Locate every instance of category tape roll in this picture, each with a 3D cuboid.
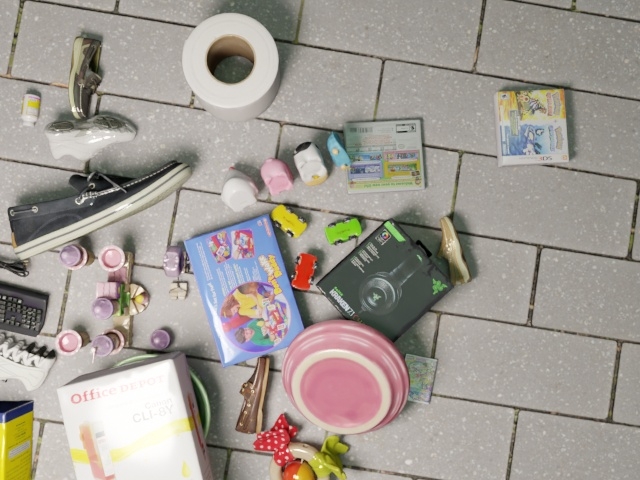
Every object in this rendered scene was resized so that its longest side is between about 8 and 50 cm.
[{"bbox_3d":[-0.228,-0.447,1.877,0.246,0.169,0.246,0,87,-3],"label":"tape roll"}]

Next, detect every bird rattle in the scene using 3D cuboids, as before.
[{"bbox_3d":[-0.058,0.582,1.851,0.253,0.143,0.207,12,103,2],"label":"bird rattle"}]

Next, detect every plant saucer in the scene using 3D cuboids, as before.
[{"bbox_3d":[0.057,0.362,1.810,0.332,0.084,0.332,4,113,10],"label":"plant saucer"}]

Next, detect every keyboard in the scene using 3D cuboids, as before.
[{"bbox_3d":[-0.867,0.129,1.870,0.317,0.033,0.202,13,101,-2],"label":"keyboard"}]

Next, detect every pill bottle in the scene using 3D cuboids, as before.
[{"bbox_3d":[-0.775,-0.346,1.915,0.043,0.043,0.083,7,87,-1],"label":"pill bottle"}]

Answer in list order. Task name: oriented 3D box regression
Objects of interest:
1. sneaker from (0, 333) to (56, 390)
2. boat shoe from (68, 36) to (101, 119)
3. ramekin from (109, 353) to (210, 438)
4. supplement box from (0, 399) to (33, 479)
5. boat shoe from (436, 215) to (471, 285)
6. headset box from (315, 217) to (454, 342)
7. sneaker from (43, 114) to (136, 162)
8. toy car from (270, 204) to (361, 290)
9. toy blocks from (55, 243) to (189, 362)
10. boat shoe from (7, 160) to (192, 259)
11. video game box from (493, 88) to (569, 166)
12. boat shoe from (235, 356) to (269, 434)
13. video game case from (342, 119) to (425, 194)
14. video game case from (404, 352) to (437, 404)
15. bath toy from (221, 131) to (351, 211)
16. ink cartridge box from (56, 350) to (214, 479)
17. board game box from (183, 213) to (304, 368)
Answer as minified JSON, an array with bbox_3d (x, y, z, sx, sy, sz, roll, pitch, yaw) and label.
[{"bbox_3d":[-0.840,0.297,1.848,0.292,0.110,0.118,23,98,-3],"label":"sneaker"},{"bbox_3d":[-0.620,-0.434,1.908,0.073,0.080,0.224,0,82,3],"label":"boat shoe"},{"bbox_3d":[-0.424,0.435,1.830,0.303,0.148,0.304,0,87,-2],"label":"ramekin"},{"bbox_3d":[-0.847,0.590,1.785,0.194,0.195,0.357,1,86,-2],"label":"supplement box"},{"bbox_3d":[0.344,0.030,1.923,0.072,0.068,0.190,-18,88,9],"label":"boat shoe"},{"bbox_3d":[0.171,0.113,1.877,0.283,0.131,0.246,-41,90,-4],"label":"headset box"},{"bbox_3d":[-0.607,-0.264,1.905,0.232,0.090,0.115,-6,131,-19],"label":"sneaker"},{"bbox_3d":[0.000,0.000,1.910,0.225,0.053,0.239,-17,78,-9],"label":"toy car"},{"bbox_3d":[-0.504,0.148,1.788,0.308,0.260,0.289,2,86,-2],"label":"toy blocks"},{"bbox_3d":[-0.574,-0.109,1.842,0.500,0.187,0.156,-22,94,2],"label":"boat shoe"},{"bbox_3d":[0.574,-0.306,1.957,0.187,0.048,0.205,-3,87,-4],"label":"video game box"},{"bbox_3d":[-0.178,0.404,1.878,0.073,0.073,0.207,9,86,-3],"label":"boat shoe"},{"bbox_3d":[0.172,-0.227,1.951,0.212,0.023,0.193,-3,87,-3],"label":"video game case"},{"bbox_3d":[0.259,0.371,1.925,0.087,0.011,0.122,12,87,-1],"label":"video game case"},{"bbox_3d":[-0.099,-0.183,1.890,0.348,0.151,0.129,-20,50,0],"label":"bath toy"},{"bbox_3d":[-0.420,0.481,1.671,0.279,0.160,0.385,-14,87,-2],"label":"ink cartridge box"},{"bbox_3d":[-0.194,0.132,1.890,0.233,0.078,0.347,-17,88,-3],"label":"board game box"}]
